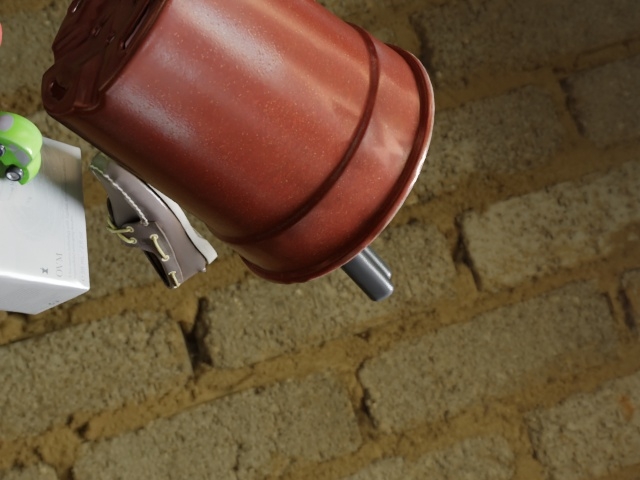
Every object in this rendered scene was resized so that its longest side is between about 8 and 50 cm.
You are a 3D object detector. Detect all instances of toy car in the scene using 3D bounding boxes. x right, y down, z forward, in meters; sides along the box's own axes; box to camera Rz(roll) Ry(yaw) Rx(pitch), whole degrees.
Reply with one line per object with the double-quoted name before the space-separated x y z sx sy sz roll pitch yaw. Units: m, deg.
"toy car" -0.394 -0.161 0.915 0.053 0.239 0.225 -11 139 10

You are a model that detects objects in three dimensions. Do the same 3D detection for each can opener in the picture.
"can opener" 0.000 0.000 1.181 0.095 0.283 0.076 -32 -150 19

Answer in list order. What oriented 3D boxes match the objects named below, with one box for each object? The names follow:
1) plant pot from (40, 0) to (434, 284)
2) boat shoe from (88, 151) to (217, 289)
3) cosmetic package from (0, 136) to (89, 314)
"plant pot" -0.084 -0.135 0.690 0.272 0.273 0.265 -20 142 39
"boat shoe" -0.261 -0.026 1.144 0.097 0.116 0.324 -46 152 -11
"cosmetic package" -0.450 -0.033 1.026 0.138 0.224 0.224 -22 158 32
